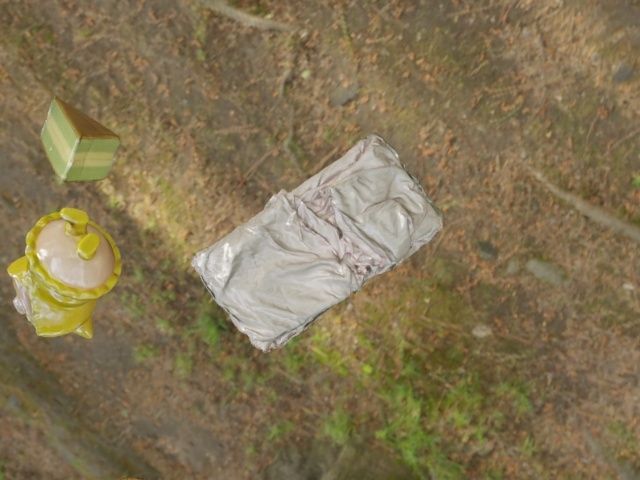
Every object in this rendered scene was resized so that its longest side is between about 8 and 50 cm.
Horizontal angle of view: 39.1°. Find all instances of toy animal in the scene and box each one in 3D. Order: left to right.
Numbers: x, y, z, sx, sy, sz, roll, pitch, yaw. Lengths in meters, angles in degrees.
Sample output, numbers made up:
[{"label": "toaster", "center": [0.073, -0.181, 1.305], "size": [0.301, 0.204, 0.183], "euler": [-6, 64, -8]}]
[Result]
[{"label": "toy animal", "center": [-0.363, 0.044, 1.286], "size": [0.156, 0.156, 0.230], "euler": [37, 140, -3]}]

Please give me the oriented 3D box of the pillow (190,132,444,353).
[{"label": "pillow", "center": [0.000, 0.000, 0.932], "size": [0.135, 0.248, 0.049], "euler": [55, 173, 5]}]

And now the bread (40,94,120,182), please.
[{"label": "bread", "center": [-0.357, -0.142, 1.236], "size": [0.139, 0.084, 0.074], "euler": [34, 110, 22]}]

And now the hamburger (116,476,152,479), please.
[{"label": "hamburger", "center": [-0.308, 0.464, 1.254], "size": [0.145, 0.260, 0.283], "euler": [37, 113, 28]}]
